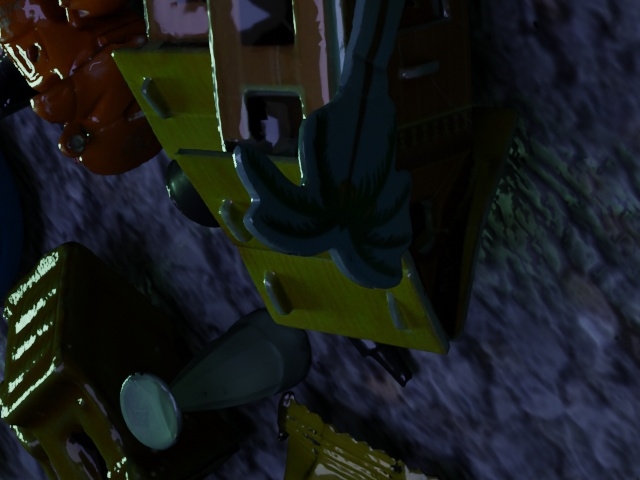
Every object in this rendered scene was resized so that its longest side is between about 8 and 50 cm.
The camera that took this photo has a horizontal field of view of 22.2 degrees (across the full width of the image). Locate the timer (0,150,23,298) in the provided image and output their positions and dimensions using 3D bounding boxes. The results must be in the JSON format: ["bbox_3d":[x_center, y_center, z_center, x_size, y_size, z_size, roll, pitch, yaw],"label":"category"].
[{"bbox_3d":[-0.430,-0.058,1.538,0.309,0.115,0.340,-36,78,40],"label":"timer"}]

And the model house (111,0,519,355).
[{"bbox_3d":[-0.044,-0.077,1.049,0.300,0.340,0.324,4,106,36],"label":"model house"}]

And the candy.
[{"bbox_3d":[0.009,0.284,1.334,0.187,0.081,0.297,26,122,28],"label":"candy"}]

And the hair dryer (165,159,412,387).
[{"bbox_3d":[0.000,0.000,1.253,0.255,0.070,0.128,50,131,3],"label":"hair dryer"}]

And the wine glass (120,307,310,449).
[{"bbox_3d":[-0.084,0.108,1.293,0.073,0.155,0.073,17,116,38],"label":"wine glass"}]

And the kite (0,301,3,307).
[{"bbox_3d":[-0.357,-0.022,1.567,0.160,0.010,0.183,7,108,42],"label":"kite"}]

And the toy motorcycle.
[{"bbox_3d":[-0.217,-0.152,1.290,0.325,0.148,0.221,-9,106,55],"label":"toy motorcycle"}]

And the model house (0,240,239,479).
[{"bbox_3d":[-0.210,0.141,1.396,0.268,0.173,0.239,-40,80,44],"label":"model house"}]
